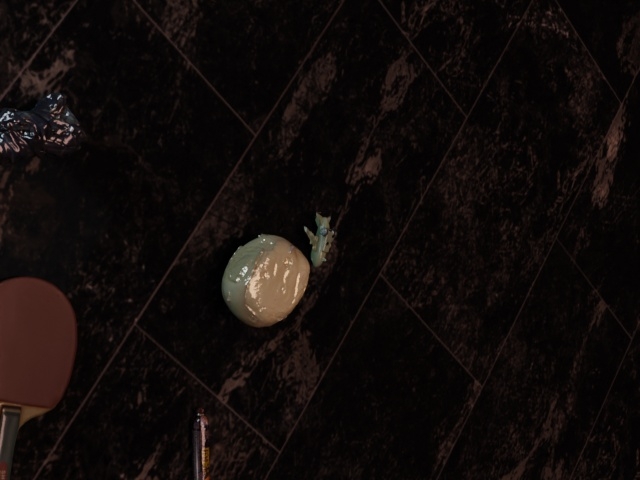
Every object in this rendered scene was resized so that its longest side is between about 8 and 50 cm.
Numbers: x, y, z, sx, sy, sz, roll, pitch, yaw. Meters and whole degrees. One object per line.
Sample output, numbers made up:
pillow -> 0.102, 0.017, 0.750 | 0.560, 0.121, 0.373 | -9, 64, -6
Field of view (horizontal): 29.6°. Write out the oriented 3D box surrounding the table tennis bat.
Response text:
table tennis bat -> -0.376, 0.180, 1.491 | 0.154, 0.021, 0.274 | 17, 79, -42

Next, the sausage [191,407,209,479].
sausage -> -0.165, 0.331, 1.690 | 0.028, 0.025, 0.198 | -3, 95, -40

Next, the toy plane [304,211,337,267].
toy plane -> 0.002, 0.000, 1.826 | 0.080, 0.033, 0.083 | 11, 85, -57

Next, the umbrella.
umbrella -> -0.386, -0.112, 1.440 | 0.224, 0.071, 0.080 | -29, 83, -33

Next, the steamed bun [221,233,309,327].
steamed bun -> -0.082, 0.060, 1.710 | 0.112, 0.091, 0.130 | 42, 67, -31
